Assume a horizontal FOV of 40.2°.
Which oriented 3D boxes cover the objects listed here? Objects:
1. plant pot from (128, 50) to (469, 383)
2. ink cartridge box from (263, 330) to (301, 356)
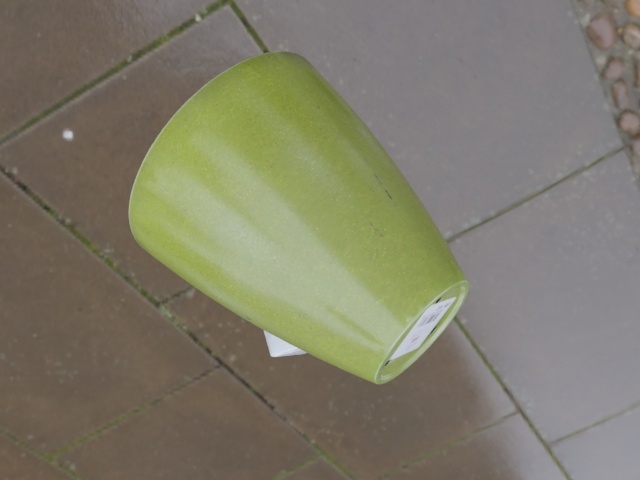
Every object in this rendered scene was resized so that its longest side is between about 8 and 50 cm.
[{"bbox_3d":[0.000,0.000,0.909,0.274,0.293,0.275,-39,156,-21],"label":"plant pot"},{"bbox_3d":[-0.003,0.075,1.153,0.127,0.128,0.176,-19,172,8],"label":"ink cartridge box"}]
